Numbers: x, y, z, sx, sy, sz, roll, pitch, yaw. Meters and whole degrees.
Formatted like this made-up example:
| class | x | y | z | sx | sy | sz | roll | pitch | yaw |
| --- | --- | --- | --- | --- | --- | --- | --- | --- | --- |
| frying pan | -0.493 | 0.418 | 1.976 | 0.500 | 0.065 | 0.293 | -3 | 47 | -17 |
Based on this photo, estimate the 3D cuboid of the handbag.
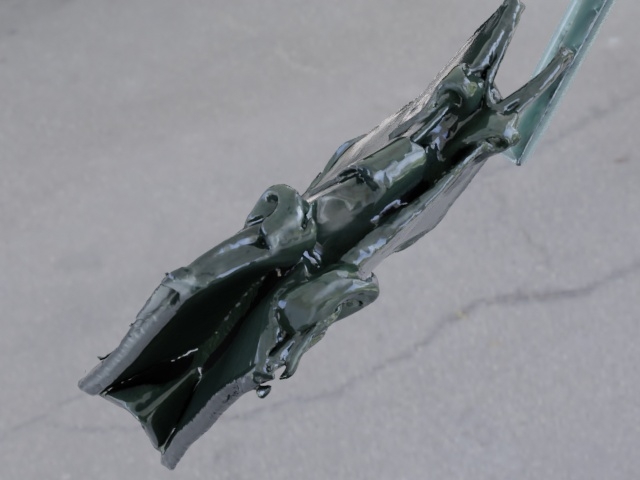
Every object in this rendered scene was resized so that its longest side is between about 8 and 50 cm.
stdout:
| class | x | y | z | sx | sy | sz | roll | pitch | yaw |
| --- | --- | --- | --- | --- | --- | --- | --- | --- | --- |
| handbag | 0.001 | 0.002 | 0.781 | 0.247 | 0.079 | 0.260 | -42 | -1 | -26 |

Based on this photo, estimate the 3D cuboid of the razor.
| class | x | y | z | sx | sy | sz | roll | pitch | yaw |
| --- | --- | --- | --- | --- | --- | --- | --- | --- | --- |
| razor | 0.194 | -0.167 | 1.080 | 0.111 | 0.278 | 0.056 | 35 | 46 | 13 |
